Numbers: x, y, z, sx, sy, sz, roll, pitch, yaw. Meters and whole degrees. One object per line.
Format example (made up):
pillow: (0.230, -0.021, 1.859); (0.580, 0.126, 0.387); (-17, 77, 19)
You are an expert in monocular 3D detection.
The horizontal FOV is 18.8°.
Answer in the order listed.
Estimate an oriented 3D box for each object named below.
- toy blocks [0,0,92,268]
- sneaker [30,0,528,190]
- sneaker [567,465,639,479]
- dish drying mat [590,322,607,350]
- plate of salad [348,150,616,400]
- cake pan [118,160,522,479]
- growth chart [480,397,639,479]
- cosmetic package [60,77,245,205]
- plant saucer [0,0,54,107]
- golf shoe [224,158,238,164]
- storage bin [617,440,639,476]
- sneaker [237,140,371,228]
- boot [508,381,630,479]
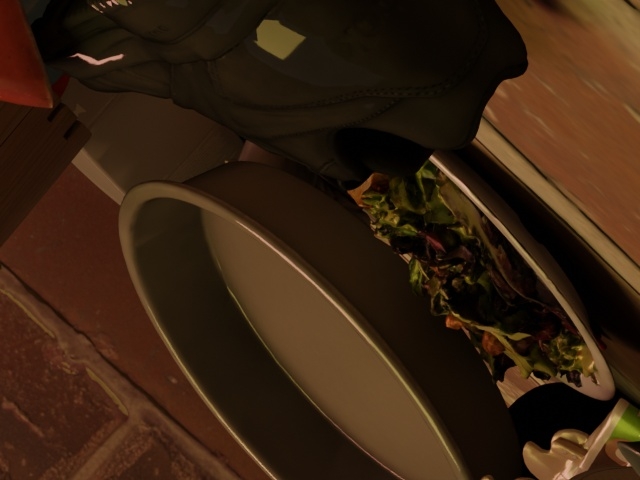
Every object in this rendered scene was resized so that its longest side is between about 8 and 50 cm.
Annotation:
toy blocks: (-0.256, -0.126, 1.205); (0.381, 0.261, 0.191); (28, 164, 42)
sneaker: (-0.021, -0.072, 0.665); (0.130, 0.109, 0.286); (37, 178, -15)
sneaker: (0.183, 0.113, 0.714); (0.262, 0.099, 0.121); (14, 138, 46)
dish drying mat: (0.112, 0.024, 0.963); (0.083, 0.008, 0.032); (44, 174, -29)
plate of salad: (0.061, 0.008, 0.912); (0.200, 0.048, 0.200); (46, 172, 9)
cake pan: (0.002, 0.071, 1.095); (0.293, 0.054, 0.293); (40, 155, 22)
growth chart: (0.168, 0.143, 0.879); (0.172, 0.021, 0.237); (45, 145, 0)
cosmetic package: (-0.146, -0.096, 1.379); (0.127, 0.107, 0.238); (40, 172, 20)
plant saucer: (-0.195, -0.185, 0.703); (0.258, 0.047, 0.259); (37, 148, 57)
golf shoe: (0.000, 0.000, 1.396); (0.176, 0.069, 0.086); (41, 156, -22)
storage bin: (0.163, 0.069, 0.495); (0.135, 0.091, 0.098); (38, 174, 41)
sneaker: (-0.012, -0.024, 1.215); (0.094, 0.080, 0.212); (22, 172, 1)
boot: (0.206, 0.184, 1.097); (0.236, 0.085, 0.178); (28, 161, 54)
